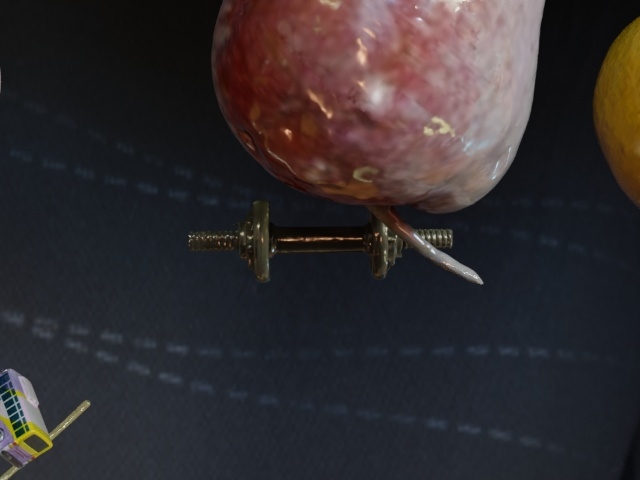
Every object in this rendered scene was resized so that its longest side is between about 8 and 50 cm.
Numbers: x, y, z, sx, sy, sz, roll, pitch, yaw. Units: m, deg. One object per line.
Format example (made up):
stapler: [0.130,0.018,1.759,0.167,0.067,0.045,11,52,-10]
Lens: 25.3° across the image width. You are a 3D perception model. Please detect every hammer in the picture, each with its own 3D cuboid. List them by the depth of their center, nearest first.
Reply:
hammer: [-0.385,0.296,1.987,0.060,0.195,0.028,53,157,-12]

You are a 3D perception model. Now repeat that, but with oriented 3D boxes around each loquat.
loquat: [0.434,-0.137,1.549,0.274,0.275,0.275,-4,136,-4]

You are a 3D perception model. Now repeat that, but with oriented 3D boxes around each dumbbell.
dumbbell: [0.000,0.000,1.371,0.253,0.082,0.082,0,136,0]

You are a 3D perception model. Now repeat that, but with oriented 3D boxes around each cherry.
cherry: [0.066,-0.179,1.265,0.291,0.335,0.326,22,168,19]

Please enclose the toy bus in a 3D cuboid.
toy bus: [-0.338,0.192,1.571,0.058,0.102,0.052,-31,142,1]
